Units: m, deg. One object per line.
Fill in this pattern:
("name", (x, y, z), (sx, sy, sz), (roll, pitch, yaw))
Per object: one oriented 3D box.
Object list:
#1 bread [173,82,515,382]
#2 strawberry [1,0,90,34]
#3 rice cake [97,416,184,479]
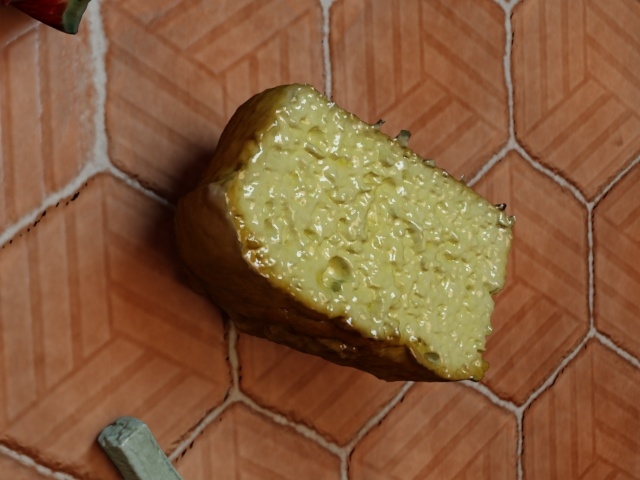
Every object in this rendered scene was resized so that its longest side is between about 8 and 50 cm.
("bread", (0.000, 0.000, 1.312), (0.340, 0.179, 0.194), (29, 72, -36))
("strawberry", (-0.223, -0.269, 1.115), (0.201, 0.187, 0.184), (31, 83, -3))
("rice cake", (-0.115, 0.250, 1.315), (0.042, 0.045, 0.245), (-50, 122, -30))
